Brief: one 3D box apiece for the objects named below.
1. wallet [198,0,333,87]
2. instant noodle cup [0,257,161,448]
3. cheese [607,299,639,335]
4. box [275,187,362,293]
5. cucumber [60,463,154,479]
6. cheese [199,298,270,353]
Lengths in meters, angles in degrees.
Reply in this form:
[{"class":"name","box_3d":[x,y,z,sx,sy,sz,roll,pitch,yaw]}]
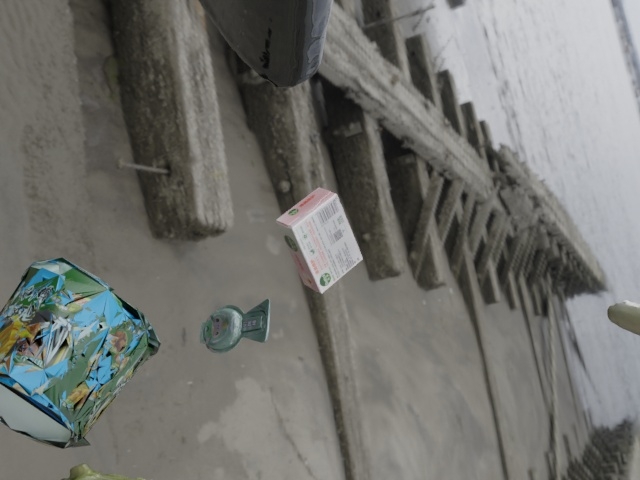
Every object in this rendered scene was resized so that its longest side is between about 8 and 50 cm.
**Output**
[{"class":"wallet","box_3d":[-0.054,-0.270,0.346,0.228,0.062,0.406,50,-20,13]},{"class":"instant noodle cup","box_3d":[-0.373,0.169,0.994,0.240,0.240,0.178,58,43,-32]},{"class":"cheese","box_3d":[0.417,0.115,0.654,0.400,0.085,0.034,18,81,-32]},{"class":"box","box_3d":[0.000,0.000,1.002,0.089,0.043,0.125,-37,125,-23]},{"class":"cucumber","box_3d":[-0.096,0.165,0.318,0.325,0.145,0.105,118,-17,-71]},{"class":"cheese","box_3d":[-0.114,0.115,0.930,0.026,0.120,0.067,31,53,-48]}]
